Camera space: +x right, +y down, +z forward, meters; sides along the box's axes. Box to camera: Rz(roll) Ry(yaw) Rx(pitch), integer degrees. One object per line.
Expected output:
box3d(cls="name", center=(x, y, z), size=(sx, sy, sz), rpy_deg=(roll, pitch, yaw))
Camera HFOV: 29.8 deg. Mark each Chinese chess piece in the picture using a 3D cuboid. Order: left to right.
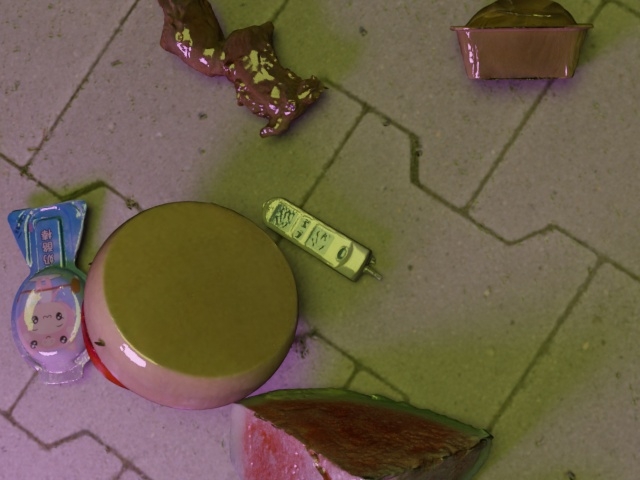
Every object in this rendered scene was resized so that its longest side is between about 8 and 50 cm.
box3d(cls="Chinese chess piece", center=(-0.160, 0.078, 1.493), size=(0.273, 0.102, 0.273), rpy_deg=(9, 58, -15))

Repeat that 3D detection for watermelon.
box3d(cls="watermelon", center=(0.038, 0.269, 1.439), size=(0.310, 0.232, 0.193), rpy_deg=(20, 124, -6))

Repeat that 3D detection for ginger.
box3d(cls="ginger", center=(-0.125, -0.260, 1.600), size=(0.290, 0.084, 0.122), rpy_deg=(43, 99, 14))

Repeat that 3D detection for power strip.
box3d(cls="power strip", center=(0.000, 0.000, 1.568), size=(0.191, 0.030, 0.047), rpy_deg=(32, 90, 14))

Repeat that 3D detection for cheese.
box3d(cls="cheese", center=(-0.359, 0.071, 1.621), size=(0.135, 0.052, 0.245), rpy_deg=(-9, 81, 10))

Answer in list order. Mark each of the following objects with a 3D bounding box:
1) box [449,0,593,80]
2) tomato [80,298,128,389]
box3d(cls="box", center=(0.253, -0.254, 1.515), size=(0.177, 0.111, 0.111), rpy_deg=(2, 83, 11))
box3d(cls="tomato", center=(-0.220, 0.124, 1.568), size=(0.189, 0.099, 0.173), rpy_deg=(-11, 62, -26))
